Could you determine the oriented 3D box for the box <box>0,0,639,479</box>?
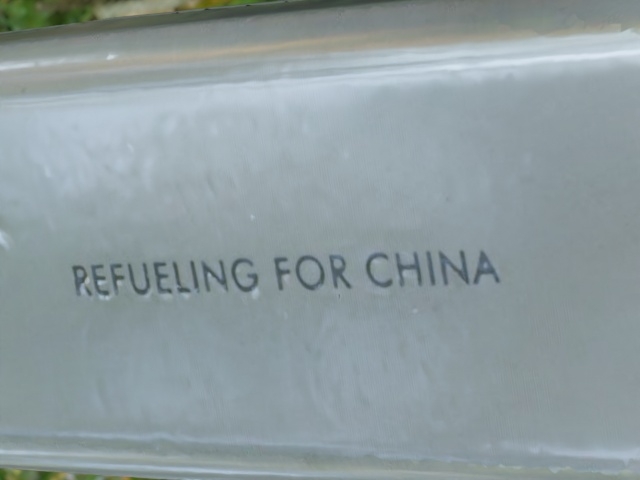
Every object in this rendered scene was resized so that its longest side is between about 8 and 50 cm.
[{"bbox_3d":[0.000,0.000,0.364,0.055,0.244,0.103,-25,-69,-58],"label":"box"}]
